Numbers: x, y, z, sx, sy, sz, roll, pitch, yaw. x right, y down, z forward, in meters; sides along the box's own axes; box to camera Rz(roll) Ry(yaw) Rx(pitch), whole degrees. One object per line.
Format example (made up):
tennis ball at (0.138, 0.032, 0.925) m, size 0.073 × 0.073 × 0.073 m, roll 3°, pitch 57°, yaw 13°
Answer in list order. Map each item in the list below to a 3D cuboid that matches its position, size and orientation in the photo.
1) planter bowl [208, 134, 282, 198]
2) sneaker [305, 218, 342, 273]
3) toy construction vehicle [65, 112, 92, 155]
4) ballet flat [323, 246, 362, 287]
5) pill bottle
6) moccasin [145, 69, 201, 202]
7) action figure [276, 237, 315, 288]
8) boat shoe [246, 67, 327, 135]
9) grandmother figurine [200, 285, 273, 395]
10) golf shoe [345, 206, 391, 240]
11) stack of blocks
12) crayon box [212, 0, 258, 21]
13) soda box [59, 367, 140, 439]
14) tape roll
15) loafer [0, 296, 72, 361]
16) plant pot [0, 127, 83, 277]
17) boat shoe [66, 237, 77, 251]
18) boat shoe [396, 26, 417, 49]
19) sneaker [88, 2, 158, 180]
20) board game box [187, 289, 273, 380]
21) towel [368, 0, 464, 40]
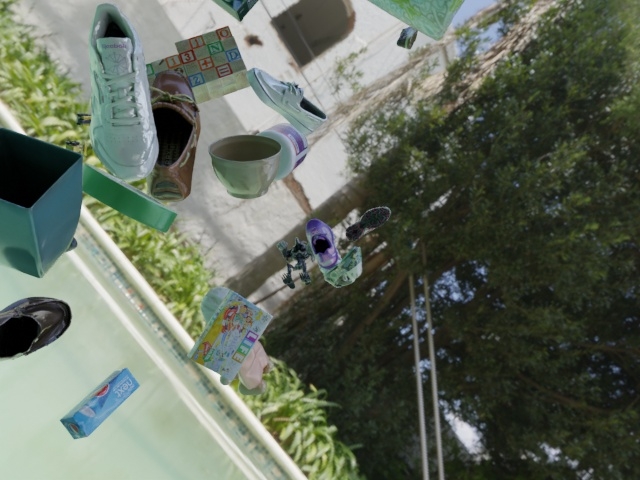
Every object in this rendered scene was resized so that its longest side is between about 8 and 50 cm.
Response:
planter bowl at (-0.168, -0.161, 1.216) m, size 0.162 × 0.162 × 0.109 m, roll 38°, pitch -43°, yaw 45°
sneaker at (0.000, 0.000, 1.847) m, size 0.104 × 0.095 × 0.236 m, roll 54°, pitch 10°, yaw -48°
toy construction vehicle at (-0.482, -0.221, 1.129) m, size 0.035 × 0.085 × 0.098 m, roll 20°, pitch 16°, yaw 27°
ballet flat at (0.068, 0.070, 1.305) m, size 0.070 × 0.070 × 0.188 m, roll 50°, pitch -26°, yaw 4°
pill bottle at (-0.151, -0.342, 2.023) m, size 0.181 × 0.182 × 0.323 m, roll 53°, pitch 20°, yaw -9°
moccasin at (-0.349, -0.267, 1.226) m, size 0.147 × 0.139 × 0.379 m, roll 105°, pitch -13°, yaw -51°
action figure at (-0.088, 0.061, 2.168) m, size 0.275 × 0.164 × 0.140 m, roll -92°, pitch 175°, yaw -52°
boat shoe at (-0.082, -0.377, 1.404) m, size 0.258 × 0.084 × 0.095 m, roll 30°, pitch 41°, yaw -46°
grandmother figurine at (-0.196, 0.237, 1.254) m, size 0.207 × 0.104 × 0.342 m, roll -83°, pitch 165°, yaw -45°
golf shoe at (0.171, -0.068, 1.867) m, size 0.067 × 0.186 × 0.086 m, roll 58°, pitch 32°, yaw -1°
stack of blocks at (-0.379, -0.502, 1.594) m, size 0.087 × 0.298 × 0.171 m, roll 87°, pitch -19°, yaw -71°
crayon box at (-0.341, -0.936, 1.846) m, size 0.323 × 0.203 × 0.083 m, roll 39°, pitch -5°, yaw 6°
soda box at (-0.607, 0.448, 1.487) m, size 0.067 × 0.210 × 0.071 m, roll -22°, pitch -75°, yaw 32°
tape roll at (-0.615, -0.134, 1.707) m, size 0.321 × 0.077 × 0.321 m, roll 29°, pitch -3°, yaw 2°
loafer at (-0.694, 0.220, 1.246) m, size 0.366 × 0.130 × 0.133 m, roll -34°, pitch 123°, yaw -75°
plant pot at (-0.558, -0.053, 1.010) m, size 0.166 × 0.165 × 0.234 m, roll 19°, pitch -45°, yaw 0°
boat shoe at (-0.787, -0.002, 1.560) m, size 0.255 × 0.079 × 0.095 m, roll 3°, pitch -76°, yaw 46°
boat shoe at (0.271, -0.637, 1.661) m, size 0.049 × 0.152 × 0.056 m, roll 14°, pitch -51°, yaw 12°
sneaker at (-0.350, -0.253, 0.915) m, size 0.152 × 0.114 × 0.304 m, roll 136°, pitch -56°, yaw -73°
board game box at (-0.180, 0.190, 1.078) m, size 0.103 × 0.154 × 0.026 m, roll 36°, pitch -11°, yaw -26°
towel at (0.169, -0.584, 1.024) m, size 0.321 × 0.090 × 0.374 m, roll 34°, pitch -21°, yaw 0°
